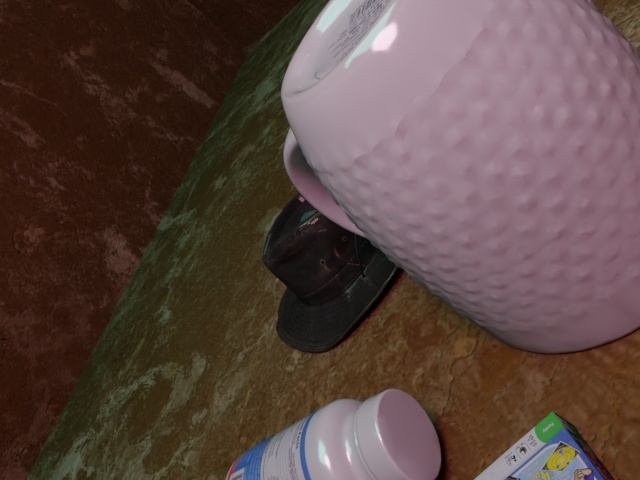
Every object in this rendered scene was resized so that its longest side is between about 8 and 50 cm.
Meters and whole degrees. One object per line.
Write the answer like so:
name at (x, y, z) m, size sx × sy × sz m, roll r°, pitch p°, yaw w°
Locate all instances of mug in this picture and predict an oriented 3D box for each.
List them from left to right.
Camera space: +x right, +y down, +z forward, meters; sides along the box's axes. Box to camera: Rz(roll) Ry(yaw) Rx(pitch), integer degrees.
mug at (0.113, -0.084, 0.545) m, size 0.374 × 0.328 × 0.276 m, roll -17°, pitch 45°, yaw 53°

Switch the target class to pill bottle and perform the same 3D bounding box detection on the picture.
pill bottle at (0.011, 0.240, 0.578) m, size 0.221 × 0.124 × 0.124 m, roll -38°, pitch 31°, yaw 31°

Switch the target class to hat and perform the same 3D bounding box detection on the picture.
hat at (0.000, 0.000, 0.869) m, size 0.331 × 0.134 × 0.331 m, roll -39°, pitch 31°, yaw 29°

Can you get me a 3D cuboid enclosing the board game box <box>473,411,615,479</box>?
board game box at (0.149, 0.249, 0.429) m, size 0.201 × 0.035 × 0.136 m, roll -49°, pitch 26°, yaw 14°
